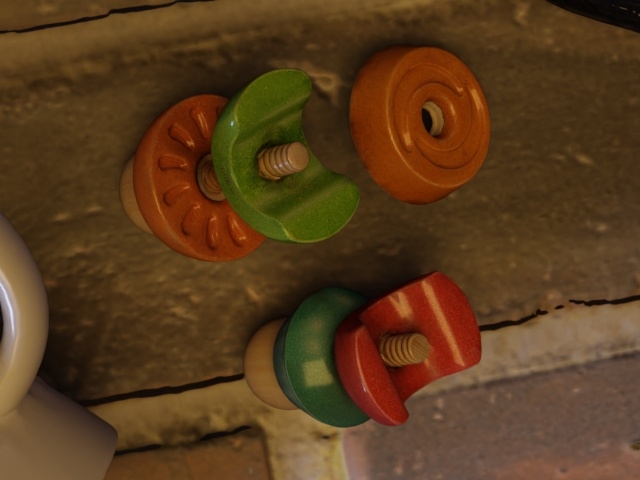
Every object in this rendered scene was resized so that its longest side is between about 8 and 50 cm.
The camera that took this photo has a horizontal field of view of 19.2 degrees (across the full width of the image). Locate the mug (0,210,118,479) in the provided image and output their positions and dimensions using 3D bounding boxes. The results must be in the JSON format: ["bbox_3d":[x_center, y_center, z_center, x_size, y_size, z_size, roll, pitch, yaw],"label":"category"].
[{"bbox_3d":[-0.302,0.106,1.075,0.328,0.276,0.374,32,113,-8],"label":"mug"}]

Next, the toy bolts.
[{"bbox_3d":[0.000,0.000,1.183,0.218,0.158,0.228,-27,100,-39],"label":"toy bolts"}]

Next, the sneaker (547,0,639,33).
[{"bbox_3d":[0.213,-0.180,1.167,0.235,0.084,0.097,21,79,-12],"label":"sneaker"}]
